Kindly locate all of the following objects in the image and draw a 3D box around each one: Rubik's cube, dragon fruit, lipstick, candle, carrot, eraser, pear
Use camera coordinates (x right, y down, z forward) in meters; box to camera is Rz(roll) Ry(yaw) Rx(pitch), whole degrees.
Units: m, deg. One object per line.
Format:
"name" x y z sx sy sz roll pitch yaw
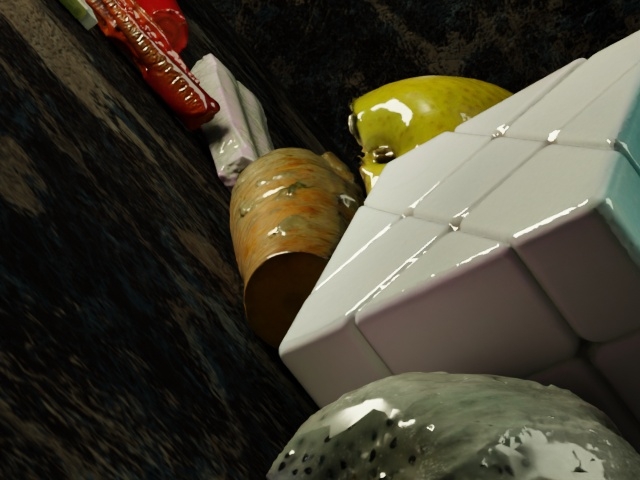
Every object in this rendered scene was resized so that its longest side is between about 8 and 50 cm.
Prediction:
"Rubik's cube" 0.213 0.066 1.437 0.316 0.319 0.322 53 34 -14
"dragon fruit" 0.112 0.184 1.164 0.221 0.204 0.283 44 8 -45
"lipstick" -0.228 -0.317 2.311 0.073 0.073 0.279 47 6 -31
"candle" -0.221 -0.245 1.981 0.301 0.059 0.084 49 -3 -18
"carrot" -0.021 0.009 1.637 0.138 0.139 0.302 49 16 -17
"eraser" -0.272 -0.264 1.889 0.083 0.019 0.038 46 6 -36
"pear" 0.184 -0.006 1.810 0.386 0.191 0.340 54 24 -51

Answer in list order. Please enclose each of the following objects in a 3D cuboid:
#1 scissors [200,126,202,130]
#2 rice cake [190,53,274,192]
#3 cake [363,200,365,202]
"scissors" -0.080 -0.093 2.240 0.247 0.017 0.144 47 11 -21
"rice cake" -0.096 -0.123 2.095 0.106 0.050 0.298 45 14 -29
"cake" 0.072 0.012 2.053 0.207 0.178 0.185 50 6 20
